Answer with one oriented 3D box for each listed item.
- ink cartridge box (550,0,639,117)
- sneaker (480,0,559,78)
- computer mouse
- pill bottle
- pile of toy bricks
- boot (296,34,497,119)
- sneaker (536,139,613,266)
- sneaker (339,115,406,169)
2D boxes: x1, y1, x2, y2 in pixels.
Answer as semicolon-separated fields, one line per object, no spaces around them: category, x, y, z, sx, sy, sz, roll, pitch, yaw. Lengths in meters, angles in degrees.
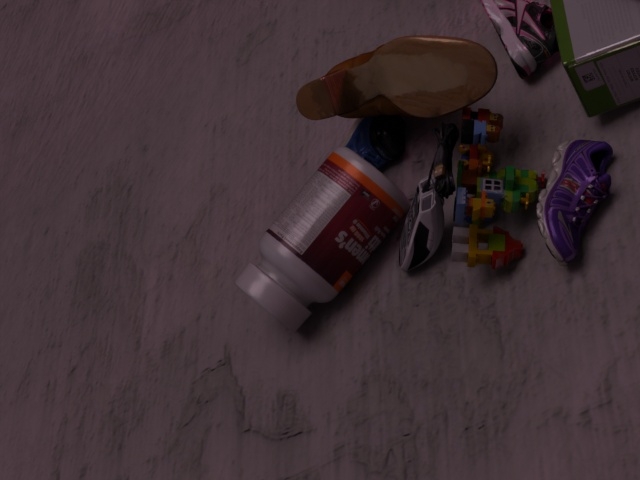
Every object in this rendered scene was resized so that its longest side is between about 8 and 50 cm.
ink cartridge box;0.405;-0.276;1.918;0.255;0.097;0.189;-19;44;17
sneaker;0.262;-0.280;2.103;0.077;0.072;0.178;-27;48;8
computer mouse;0.134;-0.040;1.964;0.106;0.042;0.193;-89;10;-46
pill bottle;0.000;0.000;2.059;0.221;0.121;0.121;-51;36;-2
pile of toy bricks;0.213;-0.067;1.937;0.105;0.118;0.212;5;39;3
boot;0.131;-0.216;2.079;0.295;0.104;0.211;-8;11;35
sneaker;0.291;-0.050;1.853;0.071;0.068;0.170;-7;52;35
sneaker;0.062;-0.107;2.144;0.084;0.058;0.152;-12;43;51
